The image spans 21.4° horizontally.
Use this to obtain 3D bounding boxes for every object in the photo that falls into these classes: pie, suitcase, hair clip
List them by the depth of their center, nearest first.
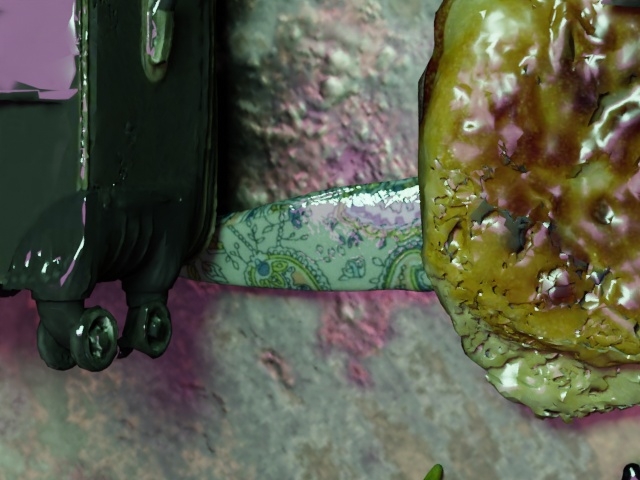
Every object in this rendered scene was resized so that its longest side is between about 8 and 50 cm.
[{"bbox_3d":[0.186,-0.046,0.858,0.308,0.085,0.308,3,100,15],"label":"pie"},{"bbox_3d":[-0.191,-0.153,0.928,0.283,0.194,0.433,0,93,25],"label":"suitcase"},{"bbox_3d":[0.000,0.001,0.958,0.229,0.036,0.066,-4,107,19],"label":"hair clip"}]

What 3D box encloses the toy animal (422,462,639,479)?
[{"bbox_3d":[0.105,0.173,0.911,0.202,0.105,0.070,3,128,23],"label":"toy animal"}]
